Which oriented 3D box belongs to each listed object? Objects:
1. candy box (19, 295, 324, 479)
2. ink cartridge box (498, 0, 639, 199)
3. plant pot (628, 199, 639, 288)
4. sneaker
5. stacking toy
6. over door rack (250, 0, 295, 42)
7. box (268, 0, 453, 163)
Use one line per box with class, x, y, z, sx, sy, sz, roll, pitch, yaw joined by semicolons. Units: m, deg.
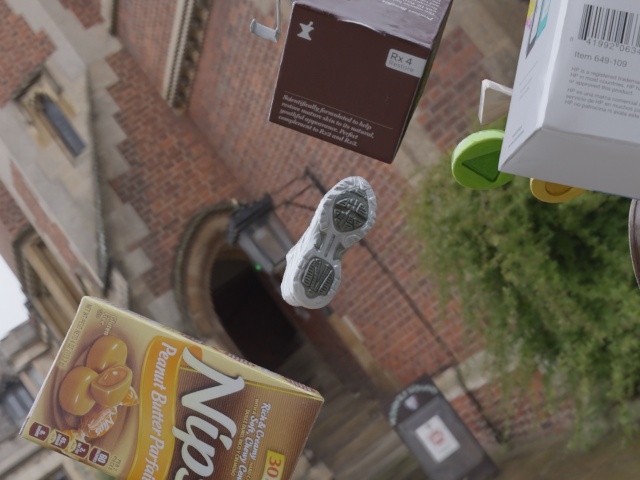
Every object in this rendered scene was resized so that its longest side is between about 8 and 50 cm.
candy box;-0.175;0.211;1.137;0.087;0.316;0.183;129;164;-86
ink cartridge box;0.284;-0.185;0.785;0.197;0.198;0.270;73;-151;-84
plant pot;0.474;0.005;1.092;0.165;0.167;0.167;-11;11;39
sneaker;0.000;0.000;1.418;0.232;0.090;0.115;-59;19;-22
stacking toy;0.377;-0.220;1.677;0.279;0.130;0.309;1;-41;-9
over door rack;-0.001;-0.463;1.523;0.240;0.108;0.324;-64;10;-7
box;0.055;-0.236;1.154;0.203;0.168;0.167;-64;-7;-50
